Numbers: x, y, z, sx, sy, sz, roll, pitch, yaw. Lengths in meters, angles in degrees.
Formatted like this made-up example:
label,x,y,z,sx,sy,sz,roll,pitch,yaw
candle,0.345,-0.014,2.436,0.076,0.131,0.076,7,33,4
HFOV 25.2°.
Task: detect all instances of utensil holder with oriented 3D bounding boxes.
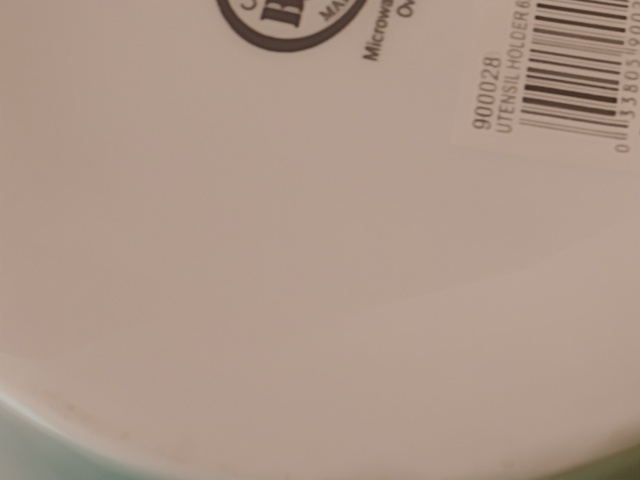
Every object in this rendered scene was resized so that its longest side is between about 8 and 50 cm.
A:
label,x,y,z,sx,sy,sz,roll,pitch,yaw
utensil holder,0.000,0.000,0.543,0.328,0.327,0.385,56,166,20
